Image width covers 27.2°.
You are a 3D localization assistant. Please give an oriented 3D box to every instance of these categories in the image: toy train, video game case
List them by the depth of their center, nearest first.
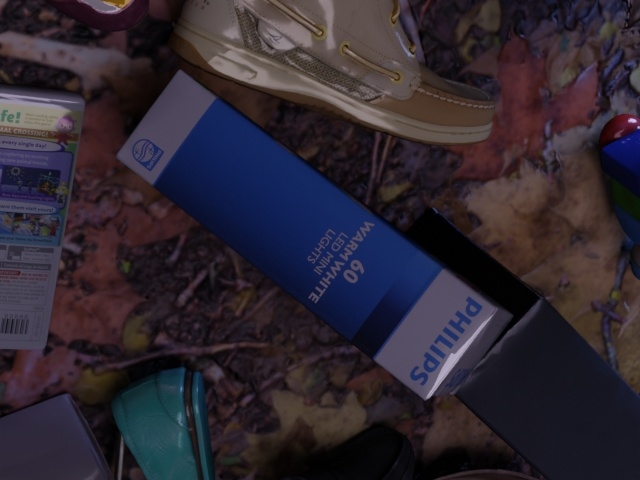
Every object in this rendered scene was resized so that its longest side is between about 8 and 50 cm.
[{"bbox_3d":[-0.279,-0.019,0.906,0.212,0.023,0.193,4,109,-25],"label":"video game case"},{"bbox_3d":[0.362,-0.068,1.142,0.248,0.105,0.143,-26,130,-14],"label":"toy train"}]

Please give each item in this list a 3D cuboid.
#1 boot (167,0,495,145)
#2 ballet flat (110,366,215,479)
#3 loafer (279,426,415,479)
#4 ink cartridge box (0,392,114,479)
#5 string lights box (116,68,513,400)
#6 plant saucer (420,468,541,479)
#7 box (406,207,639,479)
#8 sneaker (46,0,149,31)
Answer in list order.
[{"bbox_3d":[0.042,-0.187,0.945,0.262,0.095,0.203,15,103,-25],"label":"boot"},{"bbox_3d":[-0.115,0.210,1.055,0.087,0.083,0.247,-8,116,5],"label":"ballet flat"},{"bbox_3d":[0.001,0.217,1.065,0.223,0.076,0.078,-40,125,-38],"label":"loafer"},{"bbox_3d":[-0.211,0.268,0.971,0.171,0.168,0.233,-21,118,-16],"label":"ink cartridge box"},{"bbox_3d":[0.000,0.000,0.895,0.259,0.133,0.077,37,93,13],"label":"string lights box"},{"bbox_3d":[0.105,0.336,1.216,0.310,0.050,0.310,-9,113,-21],"label":"plant saucer"},{"bbox_3d":[0.172,0.114,1.075,0.103,0.184,0.261,-47,121,-1],"label":"box"},{"bbox_3d":[-0.171,-0.200,0.844,0.069,0.084,0.185,-44,121,-2],"label":"sneaker"}]
